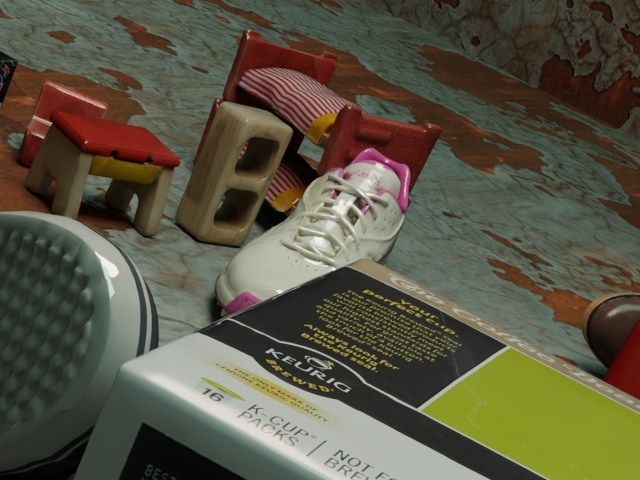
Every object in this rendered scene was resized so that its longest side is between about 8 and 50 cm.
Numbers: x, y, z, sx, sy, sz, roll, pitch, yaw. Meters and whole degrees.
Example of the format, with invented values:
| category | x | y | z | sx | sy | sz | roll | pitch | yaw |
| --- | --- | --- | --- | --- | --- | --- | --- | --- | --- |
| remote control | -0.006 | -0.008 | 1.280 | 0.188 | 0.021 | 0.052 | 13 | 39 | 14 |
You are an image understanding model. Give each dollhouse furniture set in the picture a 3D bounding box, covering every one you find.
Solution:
| category | x | y | z | sx | sy | sz | roll | pitch | yaw |
| --- | --- | --- | --- | --- | --- | --- | --- | --- | --- |
| dollhouse furniture set | -0.101 | -0.102 | 1.794 | 0.374 | 0.152 | 0.201 | 10 | 20 | -41 |

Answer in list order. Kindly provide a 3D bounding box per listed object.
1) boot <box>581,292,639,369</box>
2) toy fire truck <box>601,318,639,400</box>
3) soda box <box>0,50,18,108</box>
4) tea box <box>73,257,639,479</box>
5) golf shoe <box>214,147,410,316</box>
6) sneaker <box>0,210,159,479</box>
| category | x | y | z | sx | sy | sz | roll | pitch | yaw |
| --- | --- | --- | --- | --- | --- | --- | --- | --- | --- |
| boot | 0.366 | 0.129 | 1.769 | 0.248 | 0.090 | 0.207 | 28 | 3 | -12 |
| toy fire truck | 0.296 | 0.155 | 1.572 | 0.217 | 0.158 | 0.246 | 35 | 9 | 37 |
| soda box | -0.371 | -0.179 | 1.853 | 0.169 | 0.053 | 0.060 | 28 | 16 | 19 |
| tea box | 0.069 | 0.191 | 0.921 | 0.329 | 0.220 | 0.323 | 28 | 17 | 15 |
| golf shoe | 0.000 | 0.000 | 1.628 | 0.115 | 0.140 | 0.306 | 27 | 17 | 6 |
| sneaker | -0.158 | 0.066 | 0.973 | 0.127 | 0.126 | 0.321 | 17 | -20 | -39 |
